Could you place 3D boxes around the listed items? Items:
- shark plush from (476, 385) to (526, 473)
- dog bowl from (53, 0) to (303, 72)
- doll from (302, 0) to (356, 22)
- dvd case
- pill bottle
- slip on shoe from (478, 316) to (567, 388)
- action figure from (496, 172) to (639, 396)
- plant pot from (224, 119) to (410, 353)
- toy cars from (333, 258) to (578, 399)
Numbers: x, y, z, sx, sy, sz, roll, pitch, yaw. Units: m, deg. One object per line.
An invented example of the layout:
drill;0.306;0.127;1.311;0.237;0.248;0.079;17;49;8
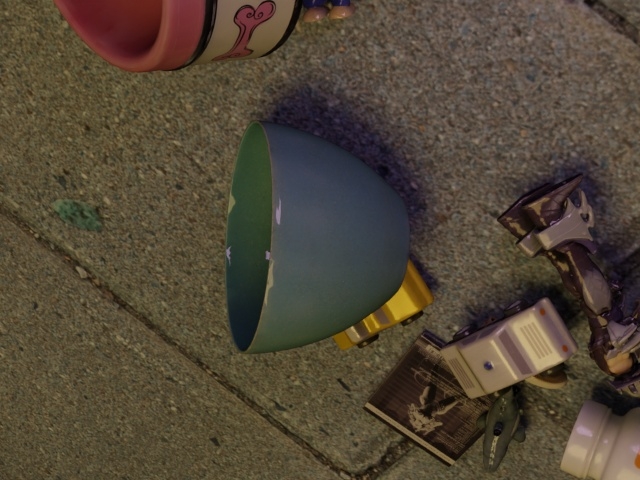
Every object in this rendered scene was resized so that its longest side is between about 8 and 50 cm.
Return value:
shark plush;0.259;0.254;1.552;0.073;0.067;0.161;28;136;9
dog bowl;-0.196;-0.359;1.181;0.408;0.150;0.408;39;145;35
doll;-0.007;-0.343;1.251;0.129;0.046;0.189;2;121;34
dvd case;0.174;0.239;1.657;0.164;0.018;0.221;34;137;3
pill bottle;0.443;0.297;1.438;0.246;0.136;0.136;21;135;18
slip on shoe;0.273;0.149;1.494;0.135;0.051;0.041;34;126;13
action figure;0.323;0.067;1.301;0.285;0.099;0.185;59;179;-4
plant pot;0.000;0.000;1.413;0.195;0.290;0.290;3;139;-16
toy cars;0.143;0.123;1.485;0.394;0.087;0.176;17;121;31
